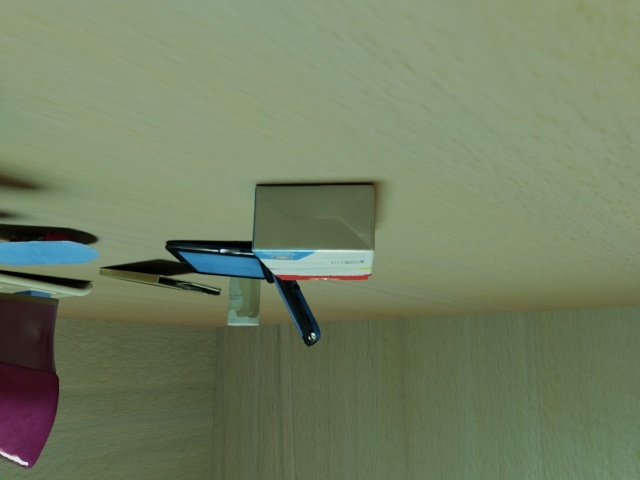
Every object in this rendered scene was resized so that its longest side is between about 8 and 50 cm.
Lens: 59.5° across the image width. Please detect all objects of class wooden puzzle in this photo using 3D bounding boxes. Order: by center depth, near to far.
[{"bbox_3d":[-0.781,0.130,1.330,0.322,0.080,0.348,-9,165,37],"label":"wooden puzzle"}]

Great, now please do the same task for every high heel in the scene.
[{"bbox_3d":[-0.429,0.129,0.494,0.378,0.181,0.127,8,166,-35],"label":"high heel"}]

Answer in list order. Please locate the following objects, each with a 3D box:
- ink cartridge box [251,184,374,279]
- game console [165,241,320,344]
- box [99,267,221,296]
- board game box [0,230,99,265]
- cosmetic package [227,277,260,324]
[{"bbox_3d":[0.000,0.000,0.712,0.134,0.077,0.231,0,168,3],"label":"ink cartridge box"},{"bbox_3d":[-0.131,0.108,1.029,0.174,0.250,0.293,-26,170,-7],"label":"game console"},{"bbox_3d":[-0.336,0.086,1.174,0.201,0.021,0.165,4,170,38],"label":"box"},{"bbox_3d":[-0.433,0.006,0.865,0.169,0.033,0.133,-2,164,-15],"label":"board game box"},{"bbox_3d":[-0.167,0.128,1.228,0.060,0.114,0.041,-8,165,29],"label":"cosmetic package"}]
